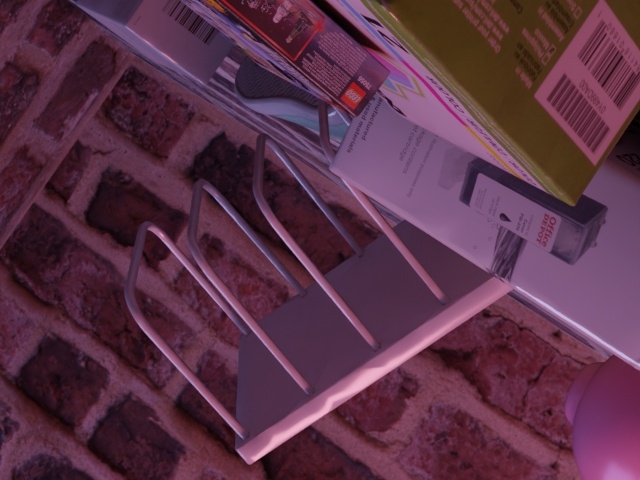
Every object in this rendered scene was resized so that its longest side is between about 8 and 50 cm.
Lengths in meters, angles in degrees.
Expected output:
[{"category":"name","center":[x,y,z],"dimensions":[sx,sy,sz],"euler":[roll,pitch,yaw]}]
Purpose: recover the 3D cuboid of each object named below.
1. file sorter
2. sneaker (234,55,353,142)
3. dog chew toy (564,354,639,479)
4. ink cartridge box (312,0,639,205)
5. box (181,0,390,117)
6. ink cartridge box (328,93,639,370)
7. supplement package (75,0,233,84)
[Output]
[{"category":"file sorter","center":[0.000,0.000,1.040],"dimensions":[0.173,0.278,0.193],"euler":[50,-167,-19]},{"category":"sneaker","center":[0.018,-0.129,1.265],"dimensions":[0.151,0.094,0.256],"euler":[32,-178,-33]},{"category":"dog chew toy","center":[0.316,0.172,0.858],"dimensions":[0.332,0.206,0.206],"euler":[25,175,29]},{"category":"ink cartridge box","center":[0.018,-0.139,0.617],"dimensions":[0.255,0.097,0.189],"euler":[33,178,41]},{"category":"box","center":[-0.043,-0.109,0.538],"dimensions":[0.137,0.027,0.094],"euler":[37,180,-36]},{"category":"ink cartridge box","center":[0.141,-0.027,0.738],"dimensions":[0.218,0.092,0.159],"euler":[36,-157,25]},{"category":"supplement package","center":[-0.155,-0.239,1.301],"dimensions":[0.105,0.105,0.179],"euler":[34,179,-31]}]
